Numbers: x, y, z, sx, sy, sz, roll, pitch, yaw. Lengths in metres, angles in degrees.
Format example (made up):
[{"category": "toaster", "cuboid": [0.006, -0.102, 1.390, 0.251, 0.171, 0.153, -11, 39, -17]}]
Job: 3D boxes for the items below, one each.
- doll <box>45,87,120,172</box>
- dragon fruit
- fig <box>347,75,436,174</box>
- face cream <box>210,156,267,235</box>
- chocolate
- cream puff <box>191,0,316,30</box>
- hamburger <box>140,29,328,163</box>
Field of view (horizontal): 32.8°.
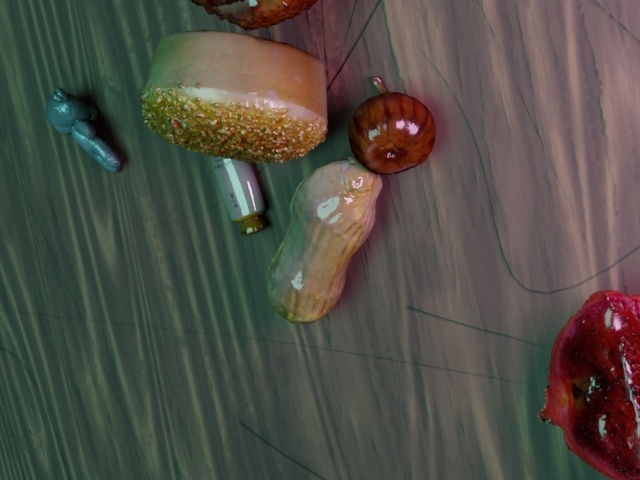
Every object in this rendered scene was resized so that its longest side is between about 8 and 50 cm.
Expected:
[{"category": "doll", "cuboid": [-0.423, -0.205, 1.983, 0.180, 0.075, 0.120, 39, 156, -3]}, {"category": "dragon fruit", "cuboid": [0.396, 0.206, 1.482, 0.211, 0.134, 0.262, -21, 75, 50]}, {"category": "fig", "cuboid": [0.093, -0.162, 1.589, 0.150, 0.128, 0.128, 35, 123, 46]}, {"category": "face cream", "cuboid": [-0.140, -0.098, 1.815, 0.072, 0.051, 0.182, -17, 94, 34]}, {"category": "chocolate", "cuboid": [0.000, 0.000, 1.695, 0.134, 0.134, 0.309, 38, 123, 21]}, {"category": "cream puff", "cuboid": [-0.085, -0.460, 1.557, 0.350, 0.229, 0.350, -7, 76, 30]}, {"category": "hamburger", "cuboid": [-0.125, -0.209, 1.629, 0.302, 0.302, 0.170, 8, 90, 34]}]
